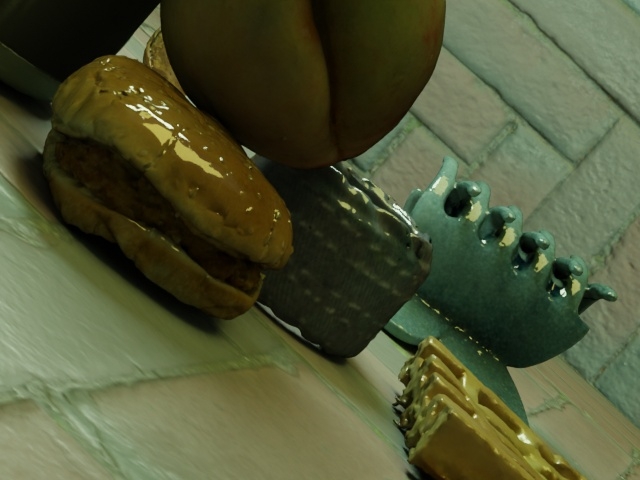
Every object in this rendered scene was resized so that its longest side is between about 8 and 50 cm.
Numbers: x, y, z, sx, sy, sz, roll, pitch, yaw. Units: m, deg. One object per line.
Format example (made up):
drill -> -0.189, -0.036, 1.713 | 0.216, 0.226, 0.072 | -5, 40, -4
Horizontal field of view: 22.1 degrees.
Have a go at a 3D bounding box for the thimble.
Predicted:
thimble -> 0.000, 0.000, 1.794 | 0.236, 0.172, 0.205 | 39, 5, -8

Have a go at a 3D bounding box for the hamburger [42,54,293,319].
hamburger -> -0.143, -0.058, 1.523 | 0.259, 0.144, 0.283 | 34, 5, -27

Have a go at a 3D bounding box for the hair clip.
hair clip -> 0.221, 0.065, 2.288 | 0.318, 0.238, 0.392 | 38, 8, -5

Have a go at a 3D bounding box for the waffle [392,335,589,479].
waffle -> 0.209, 0.256, 1.747 | 0.304, 0.077, 0.348 | 41, 8, -9

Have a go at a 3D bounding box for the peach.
peach -> -0.015, -0.218, 1.647 | 0.292, 0.292, 0.247 | 37, 5, -31

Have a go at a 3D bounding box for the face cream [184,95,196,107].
face cream -> -0.151, -0.131, 2.076 | 0.091, 0.091, 0.095 | 32, 20, -52

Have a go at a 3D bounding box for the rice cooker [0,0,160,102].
rice cooker -> -0.291, -0.317, 1.726 | 0.288, 0.277, 0.288 | 40, 6, -5

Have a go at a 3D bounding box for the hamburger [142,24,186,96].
hamburger -> -0.138, -0.262, 2.410 | 0.261, 0.245, 0.211 | 4, 5, 20
